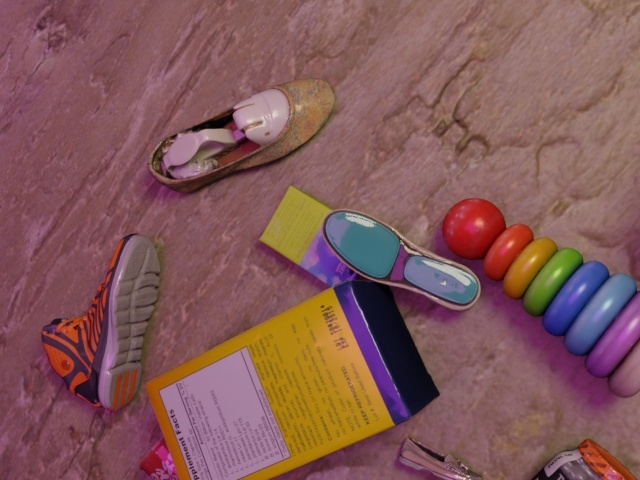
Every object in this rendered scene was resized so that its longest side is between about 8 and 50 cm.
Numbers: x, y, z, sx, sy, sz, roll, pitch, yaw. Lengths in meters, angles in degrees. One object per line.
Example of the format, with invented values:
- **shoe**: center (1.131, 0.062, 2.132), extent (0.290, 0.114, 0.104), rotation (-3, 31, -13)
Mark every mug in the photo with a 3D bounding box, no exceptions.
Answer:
- **mug**: center (-0.199, 0.402, 0.994), extent (0.169, 0.150, 0.113), rotation (42, 64, 16)

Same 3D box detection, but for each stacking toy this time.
- **stacking toy**: center (0.302, 0.055, 0.802), extent (0.330, 0.141, 0.141), rotation (37, 99, 25)

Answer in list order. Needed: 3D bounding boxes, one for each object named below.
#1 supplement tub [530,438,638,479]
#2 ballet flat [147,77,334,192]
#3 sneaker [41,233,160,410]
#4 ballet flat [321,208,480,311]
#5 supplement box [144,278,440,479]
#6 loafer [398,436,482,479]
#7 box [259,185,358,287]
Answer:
- **supplement tub**: center (0.316, 0.356, 0.770), extent (0.117, 0.117, 0.190), rotation (41, 100, 20)
- **ballet flat**: center (-0.143, -0.178, 1.004), extent (0.349, 0.123, 0.123), rotation (-22, 77, 18)
- **sneaker**: center (-0.407, 0.134, 1.075), extent (0.180, 0.125, 0.321), rotation (12, 90, 21)
- **ballet flat**: center (0.114, 0.032, 0.878), extent (0.248, 0.086, 0.086), rotation (29, 96, 4)
- **supplement box**: center (-0.040, 0.220, 0.883), extent (0.357, 0.195, 0.194), rotation (-28, 75, 16)
- **loafer**: center (0.176, 0.323, 0.870), extent (0.125, 0.045, 0.039), rotation (11, 83, 25)
- **box**: center (0.000, 0.000, 0.968), extent (0.178, 0.042, 0.109), rotation (32, 97, 20)
